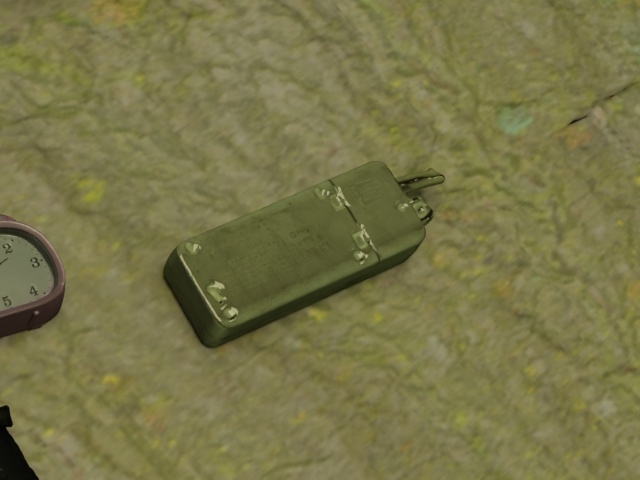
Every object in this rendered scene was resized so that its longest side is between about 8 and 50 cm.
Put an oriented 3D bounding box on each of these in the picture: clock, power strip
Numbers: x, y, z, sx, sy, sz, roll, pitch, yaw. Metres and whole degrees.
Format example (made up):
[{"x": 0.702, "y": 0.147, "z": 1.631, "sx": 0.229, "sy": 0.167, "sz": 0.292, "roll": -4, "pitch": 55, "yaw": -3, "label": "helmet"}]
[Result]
[{"x": -0.292, "y": 0.029, "z": 1.612, "sx": 0.152, "sy": 0.050, "sz": 0.110, "roll": -17, "pitch": 72, "yaw": -28, "label": "clock"}, {"x": 0.000, "y": 0.000, "z": 1.740, "sx": 0.288, "sy": 0.053, "sz": 0.093, "roll": -23, "pitch": 74, "yaw": -30, "label": "power strip"}]

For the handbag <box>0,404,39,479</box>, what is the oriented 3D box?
[{"x": -0.276, "y": 0.200, "z": 1.478, "sx": 0.254, "sy": 0.088, "sz": 0.211, "roll": 60, "pitch": 27, "yaw": 11, "label": "handbag"}]
